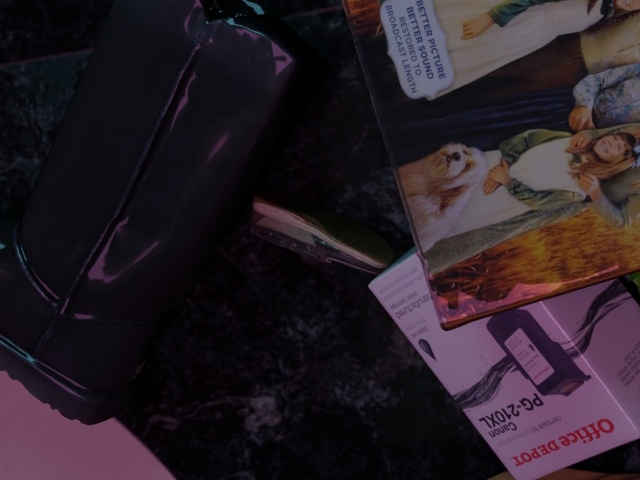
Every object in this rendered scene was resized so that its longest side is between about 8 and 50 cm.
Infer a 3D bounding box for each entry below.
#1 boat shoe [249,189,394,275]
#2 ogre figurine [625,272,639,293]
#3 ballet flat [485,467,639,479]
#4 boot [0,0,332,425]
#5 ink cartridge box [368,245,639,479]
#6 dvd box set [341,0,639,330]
[{"bbox_3d":[0.000,0.000,1.412,0.152,0.056,0.049,27,118,21],"label":"boat shoe"},{"bbox_3d":[0.336,-0.008,1.263,0.118,0.097,0.197,30,125,-3],"label":"ogre figurine"},{"bbox_3d":[0.243,0.254,1.383,0.232,0.073,0.080,-9,102,22],"label":"ballet flat"},{"bbox_3d":[-0.247,-0.090,1.420,0.367,0.146,0.445,31,116,1],"label":"boot"},{"bbox_3d":[0.184,0.081,1.309,0.237,0.100,0.172,52,141,-1],"label":"ink cartridge box"},{"bbox_3d":[0.253,-0.131,1.173,0.420,0.062,0.307,-16,84,7],"label":"dvd box set"}]
